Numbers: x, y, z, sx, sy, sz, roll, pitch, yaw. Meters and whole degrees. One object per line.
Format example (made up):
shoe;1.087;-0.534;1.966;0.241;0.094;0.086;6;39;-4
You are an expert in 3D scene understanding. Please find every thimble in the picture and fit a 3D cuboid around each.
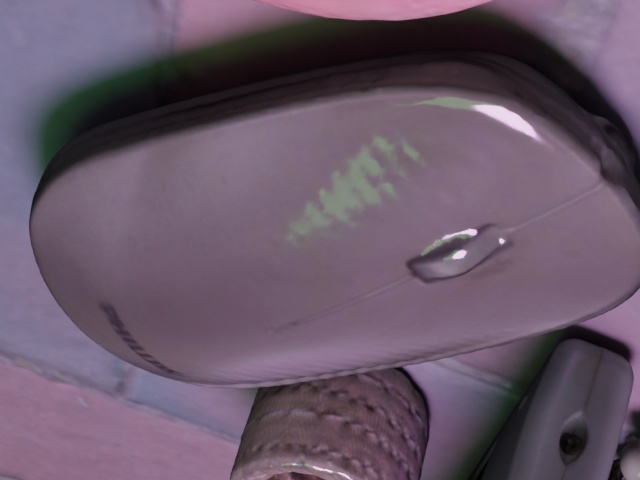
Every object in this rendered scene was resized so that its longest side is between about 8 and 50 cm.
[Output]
thimble;0.006;0.119;1.100;0.102;0.090;0.115;15;143;3

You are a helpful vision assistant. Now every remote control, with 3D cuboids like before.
remote control;0.092;0.178;1.088;0.056;0.140;0.296;24;144;2

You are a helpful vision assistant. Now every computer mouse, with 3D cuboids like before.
computer mouse;-0.001;0.005;0.952;0.331;0.095;0.197;-14;136;40

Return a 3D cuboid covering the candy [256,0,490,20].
candy;0.007;-0.184;0.689;0.255;0.094;0.255;14;144;10

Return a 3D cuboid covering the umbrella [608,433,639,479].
umbrella;0.191;0.153;1.082;0.067;0.062;0.143;32;160;43
